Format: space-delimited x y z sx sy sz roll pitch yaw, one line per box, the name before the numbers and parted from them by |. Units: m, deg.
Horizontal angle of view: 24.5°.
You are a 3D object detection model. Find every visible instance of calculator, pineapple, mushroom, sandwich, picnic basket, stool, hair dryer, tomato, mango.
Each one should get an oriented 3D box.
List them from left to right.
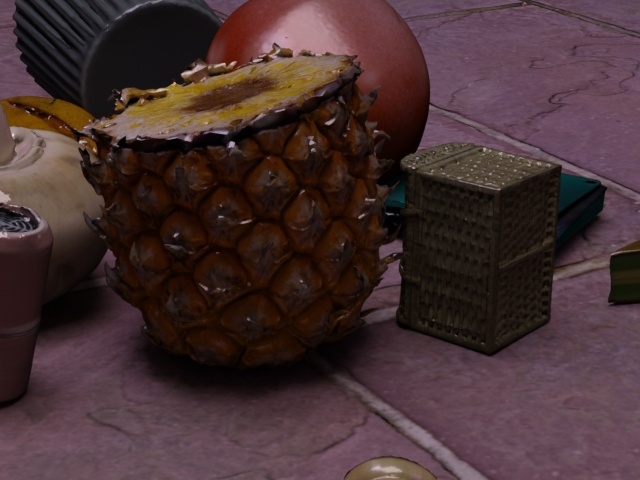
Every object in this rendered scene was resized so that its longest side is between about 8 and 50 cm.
hair dryer | -0.442 0.024 1.509 0.344 0.189 0.107 18 21 13
mushroom | -0.420 -0.043 1.694 0.356 0.315 0.315 29 6 -32
mango | -0.376 -0.127 2.063 0.295 0.120 0.177 20 30 39
stool | -0.299 -0.297 2.294 0.297 0.297 0.330 -8 28 -22
pineapple | -0.078 -0.037 1.587 0.352 0.300 0.352 -8 27 4
tomato | -0.004 -0.208 2.015 0.321 0.321 0.321 1 22 0
picnic basket | 0.167 0.001 1.655 0.154 0.196 0.134 17 27 37
calculator | 0.222 -0.046 1.963 0.274 0.058 0.248 12 24 27
sandwich | 0.386 0.027 1.762 0.116 0.074 0.074 -5 24 -10

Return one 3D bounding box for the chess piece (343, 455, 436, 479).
chess piece | 0.055 0.267 1.156 0.090 0.090 0.200 2 33 2
